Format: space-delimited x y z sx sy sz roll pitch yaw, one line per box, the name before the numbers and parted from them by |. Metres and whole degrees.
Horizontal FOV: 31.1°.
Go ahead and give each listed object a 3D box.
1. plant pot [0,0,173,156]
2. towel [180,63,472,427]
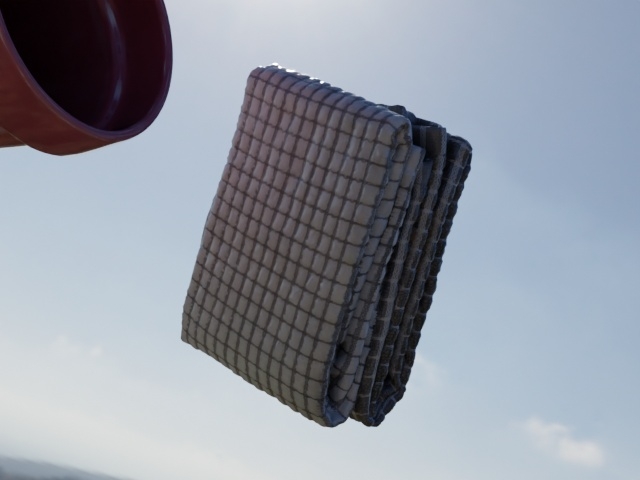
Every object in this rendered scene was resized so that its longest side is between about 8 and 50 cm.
plant pot | -0.241 -0.149 0.869 0.180 0.201 0.201 -15 -30 29
towel | 0.000 0.000 1.043 0.121 0.283 0.235 8 11 -40
